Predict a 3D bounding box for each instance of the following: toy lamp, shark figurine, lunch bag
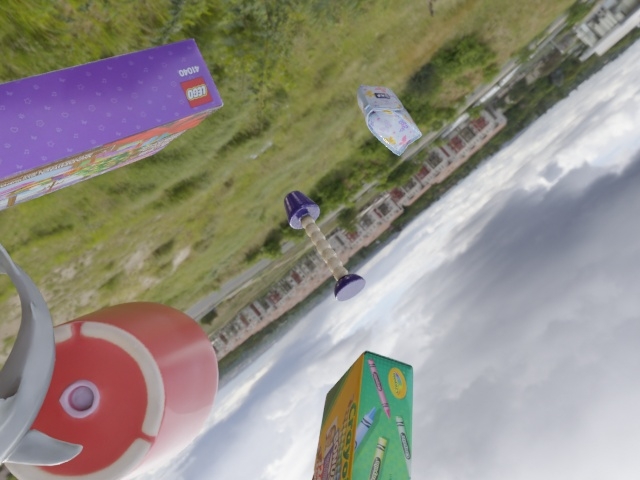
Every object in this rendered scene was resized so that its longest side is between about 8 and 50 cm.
[{"bbox_3d":[0.000,0.000,1.005,0.080,0.275,0.080,-25,149,-16],"label":"toy lamp"},{"bbox_3d":[-0.309,0.126,0.455,0.116,0.166,0.278,143,-44,-67],"label":"shark figurine"},{"bbox_3d":[0.086,-0.165,0.617,0.053,0.083,0.071,-43,-146,24],"label":"lunch bag"}]

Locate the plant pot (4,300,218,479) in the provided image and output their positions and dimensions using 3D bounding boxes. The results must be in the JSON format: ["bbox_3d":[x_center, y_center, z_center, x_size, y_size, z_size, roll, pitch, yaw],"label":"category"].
[{"bbox_3d":[-0.291,0.211,0.653,0.275,0.275,0.243,-40,175,-12],"label":"plant pot"}]

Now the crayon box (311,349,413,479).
[{"bbox_3d":[0.050,0.313,0.626,0.165,0.081,0.278,118,-11,-46],"label":"crayon box"}]

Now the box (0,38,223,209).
[{"bbox_3d":[-0.244,-0.058,0.354,0.293,0.057,0.201,-31,-165,-32],"label":"box"}]
